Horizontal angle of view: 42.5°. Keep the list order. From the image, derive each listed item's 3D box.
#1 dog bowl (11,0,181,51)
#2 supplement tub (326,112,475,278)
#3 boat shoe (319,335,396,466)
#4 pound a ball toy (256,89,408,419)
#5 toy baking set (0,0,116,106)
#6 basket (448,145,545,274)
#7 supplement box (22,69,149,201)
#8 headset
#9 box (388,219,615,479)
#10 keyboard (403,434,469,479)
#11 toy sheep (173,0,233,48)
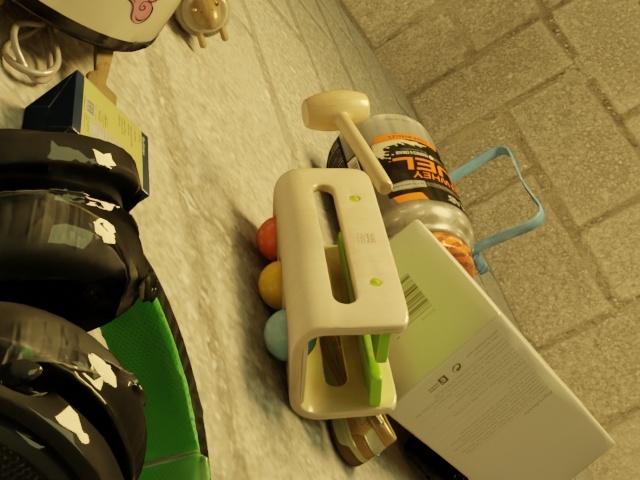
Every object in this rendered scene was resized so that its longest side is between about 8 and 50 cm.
[{"bbox_3d":[-0.249,-0.376,0.742,0.408,0.150,0.408,46,19,-22],"label":"dog bowl"},{"bbox_3d":[0.128,-0.044,1.322,0.193,0.194,0.316,46,20,-41],"label":"supplement tub"},{"bbox_3d":[0.040,0.150,0.902,0.068,0.072,0.190,42,23,-48],"label":"boat shoe"},{"bbox_3d":[0.000,0.000,0.875,0.319,0.136,0.208,-101,-169,-52],"label":"pound a ball toy"},{"bbox_3d":[-0.256,-0.212,0.732,0.256,0.030,0.197,50,22,-10],"label":"toy baking set"},{"bbox_3d":[0.268,-0.055,1.602,0.201,0.289,0.254,50,19,-32],"label":"basket"},{"bbox_3d":[-0.181,-0.069,0.639,0.083,0.056,0.083,47,20,-39],"label":"supplement box"},{"bbox_3d":[-0.119,0.038,0.360,0.394,0.185,0.243,62,14,-49],"label":"headset"},{"bbox_3d":[0.193,0.172,1.062,0.345,0.168,0.215,44,8,-37],"label":"box"},{"bbox_3d":[0.155,0.297,1.095,0.100,0.038,0.192,41,10,15],"label":"keyboard"},{"bbox_3d":[-0.162,-0.322,1.135,0.091,0.091,0.132,48,5,-35],"label":"toy sheep"}]
